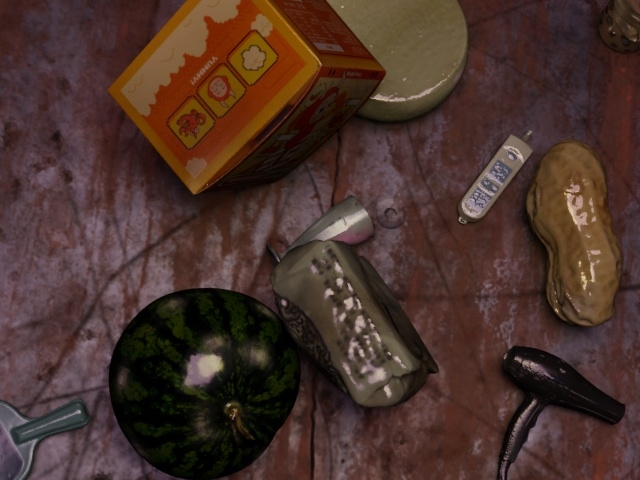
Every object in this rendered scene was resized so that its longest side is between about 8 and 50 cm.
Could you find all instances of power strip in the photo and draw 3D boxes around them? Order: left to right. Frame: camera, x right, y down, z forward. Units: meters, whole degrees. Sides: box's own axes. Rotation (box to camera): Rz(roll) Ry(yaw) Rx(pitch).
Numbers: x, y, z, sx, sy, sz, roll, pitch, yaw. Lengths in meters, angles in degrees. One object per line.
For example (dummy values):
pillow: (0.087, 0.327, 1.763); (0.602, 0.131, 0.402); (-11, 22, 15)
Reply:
power strip: (0.276, -0.101, 1.771); (0.047, 0.030, 0.191); (37, 76, 4)

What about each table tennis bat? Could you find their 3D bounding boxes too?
table tennis bat: (-0.443, 0.285, 1.610); (0.237, 0.038, 0.149); (-20, 78, -7)

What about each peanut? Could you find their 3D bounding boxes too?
peanut: (0.385, -0.011, 1.710); (0.130, 0.130, 0.290); (-8, 75, -7)

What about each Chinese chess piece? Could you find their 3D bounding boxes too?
Chinese chess piece: (0.108, -0.308, 1.771); (0.250, 0.101, 0.250); (1, 76, -5)

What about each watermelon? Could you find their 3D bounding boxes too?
watermelon: (-0.159, 0.189, 1.552); (0.269, 0.269, 0.268); (1, 76, -5)

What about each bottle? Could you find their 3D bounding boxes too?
bottle: (0.504, -0.364, 1.794); (0.099, 0.152, 0.098); (1, 77, -6)

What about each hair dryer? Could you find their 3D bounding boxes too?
hair dryer: (0.325, 0.282, 1.674); (0.196, 0.075, 0.219); (29, 85, -7)

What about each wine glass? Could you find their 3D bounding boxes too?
wine glass: (0.000, 0.000, 1.703); (0.155, 0.073, 0.073); (-31, 81, -9)

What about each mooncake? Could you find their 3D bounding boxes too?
mooncake: (0.045, 0.124, 1.587); (0.136, 0.250, 0.254); (-34, 76, 7)

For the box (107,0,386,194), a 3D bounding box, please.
box: (-0.091, -0.223, 1.595); (0.259, 0.283, 0.214); (-45, 80, 20)
